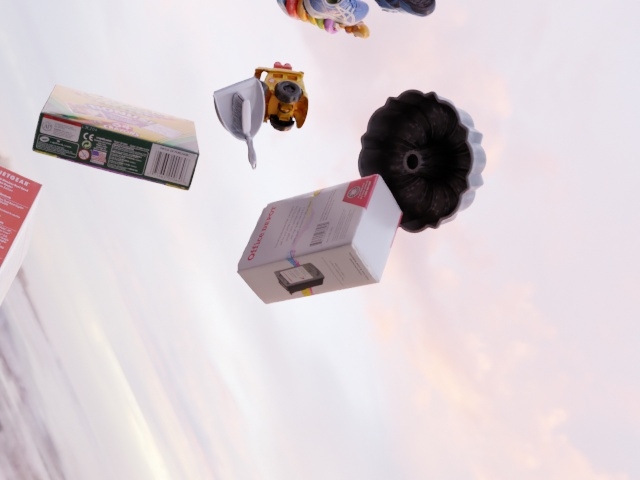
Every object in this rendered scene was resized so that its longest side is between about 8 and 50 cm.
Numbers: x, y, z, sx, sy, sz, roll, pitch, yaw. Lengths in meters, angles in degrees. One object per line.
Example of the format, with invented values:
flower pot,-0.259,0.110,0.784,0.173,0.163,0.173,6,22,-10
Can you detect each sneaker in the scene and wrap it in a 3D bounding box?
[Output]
sneaker,0.166,-0.505,1.754,0.209,0.069,0.082,42,-23,35
sneaker,0.056,-0.639,2.294,0.081,0.211,0.080,-26,-105,51

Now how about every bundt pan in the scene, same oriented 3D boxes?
bundt pan,0.249,-0.182,1.957,0.331,0.124,0.331,4,-84,44

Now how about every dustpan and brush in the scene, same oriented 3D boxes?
dustpan and brush,-0.182,-0.272,2.036,0.060,0.147,0.211,25,-50,36

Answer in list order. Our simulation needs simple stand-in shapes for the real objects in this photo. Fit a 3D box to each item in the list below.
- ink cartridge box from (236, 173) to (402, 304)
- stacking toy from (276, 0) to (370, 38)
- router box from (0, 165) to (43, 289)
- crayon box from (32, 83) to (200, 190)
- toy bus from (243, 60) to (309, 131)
ink cartridge box,0.000,0.000,1.826,0.306,0.226,0.131,-14,-52,34
stacking toy,0.031,-0.676,2.488,0.302,0.166,0.175,40,1,21
router box,-0.573,0.078,1.392,0.082,0.301,0.335,24,-28,-13
crayon box,-0.485,-0.256,2.040,0.313,0.363,0.106,-115,-139,-65
toy bus,-0.150,-0.453,2.521,0.149,0.220,0.211,108,-16,-52
